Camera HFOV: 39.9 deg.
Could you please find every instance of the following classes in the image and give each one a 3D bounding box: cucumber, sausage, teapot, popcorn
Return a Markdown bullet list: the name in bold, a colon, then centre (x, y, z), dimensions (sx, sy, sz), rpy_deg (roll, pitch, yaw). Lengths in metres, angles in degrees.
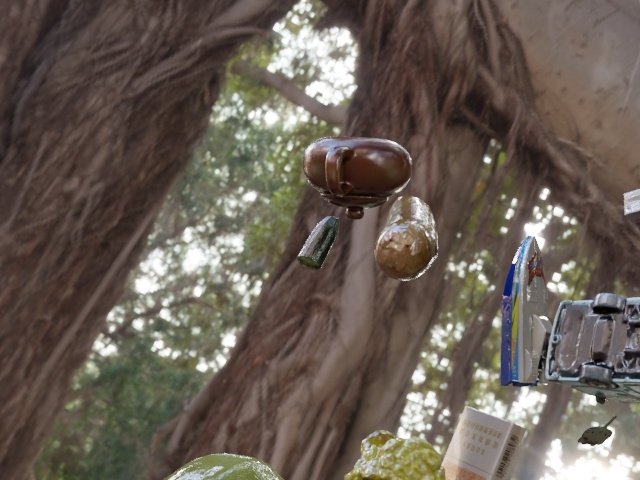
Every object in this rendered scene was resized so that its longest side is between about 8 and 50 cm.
- **cucumber**: centre (0.000, 0.000, 1.595), dimensions (0.048, 0.105, 0.048), rpy_deg (26, -14, 7)
- **sausage**: centre (0.190, -0.006, 1.905), dimensions (0.123, 0.501, 0.136), rpy_deg (-27, -84, 12)
- **teapot**: centre (0.054, -0.100, 1.414), dimensions (0.178, 0.135, 0.252), rpy_deg (0, 3, 17)
- **popcorn**: centre (0.142, 0.526, 1.874), dimensions (0.205, 0.237, 0.251), rpy_deg (21, -20, -18)

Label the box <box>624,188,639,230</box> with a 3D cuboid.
- **box**: centre (0.443, -0.028, 1.155), dimensions (0.050, 0.036, 0.117), rpy_deg (-16, -37, 36)

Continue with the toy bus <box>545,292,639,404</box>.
- **toy bus**: centre (0.458, 0.154, 1.187), dimensions (0.164, 0.133, 0.271), rpy_deg (27, -21, -30)

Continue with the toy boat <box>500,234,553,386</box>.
- **toy boat**: centre (0.403, 0.134, 1.703), dimensions (0.088, 0.295, 0.129), rpy_deg (-3, -11, 36)

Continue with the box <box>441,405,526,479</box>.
- **box**: centre (0.351, 0.592, 2.121), dimensions (0.051, 0.365, 0.204), rpy_deg (28, -10, -23)

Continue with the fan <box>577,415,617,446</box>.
- **fan**: centre (0.464, 0.314, 1.458), dimensions (0.056, 0.004, 0.083), rpy_deg (15, -52, -23)

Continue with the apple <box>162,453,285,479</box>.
- **apple**: centre (-0.203, 0.598, 1.728), dimensions (0.357, 0.357, 0.357), rpy_deg (22, -27, 12)
